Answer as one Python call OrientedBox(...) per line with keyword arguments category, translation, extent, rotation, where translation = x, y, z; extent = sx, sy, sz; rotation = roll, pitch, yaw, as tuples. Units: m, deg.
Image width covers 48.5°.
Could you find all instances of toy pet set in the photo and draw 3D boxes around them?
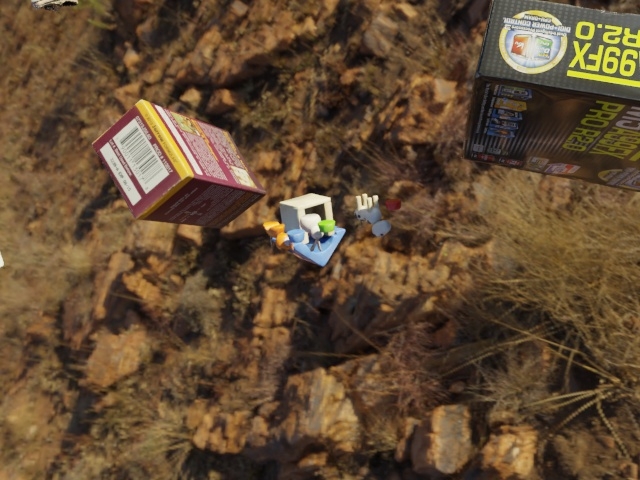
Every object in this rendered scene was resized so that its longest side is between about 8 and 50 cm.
OrientedBox(category="toy pet set", translation=(0.000, 0.000, 0.662), extent=(0.114, 0.122, 0.065), rotation=(18, 120, 54))

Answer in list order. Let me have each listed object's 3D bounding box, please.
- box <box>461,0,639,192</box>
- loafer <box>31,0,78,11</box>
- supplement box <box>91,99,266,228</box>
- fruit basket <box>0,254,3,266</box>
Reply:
OrientedBox(category="box", translation=(0.230, -0.100, 0.574), extent=(0.217, 0.270, 0.060), rotation=(13, 87, 10))
OrientedBox(category="loafer", translation=(-0.505, -0.460, 1.366), extent=(0.045, 0.039, 0.125), rotation=(-6, 28, 21))
OrientedBox(category="supplement box", translation=(-0.155, -0.080, 0.816), extent=(0.081, 0.188, 0.104), rotation=(-37, 76, 16))
OrientedBox(category="fruit basket", translation=(-0.640, -0.107, 0.984), extent=(0.165, 0.327, 0.353), rotation=(-44, 64, 21))
